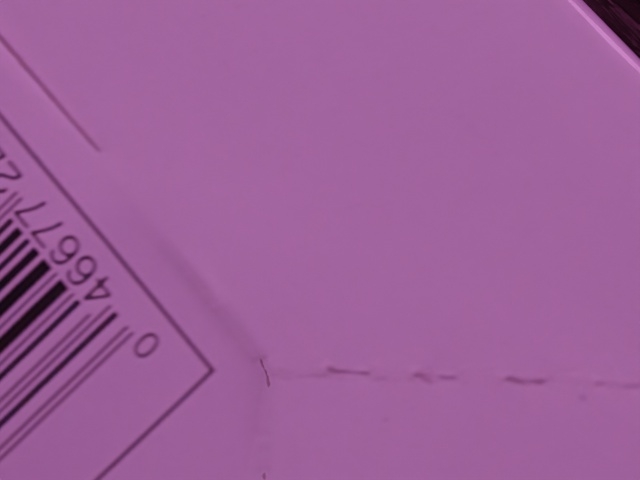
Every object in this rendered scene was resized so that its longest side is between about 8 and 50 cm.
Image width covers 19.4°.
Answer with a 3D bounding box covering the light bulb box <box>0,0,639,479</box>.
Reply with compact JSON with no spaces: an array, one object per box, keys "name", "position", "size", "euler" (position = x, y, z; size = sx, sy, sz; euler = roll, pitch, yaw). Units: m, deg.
[{"name":"light bulb box","position":[0.000,0.000,0.612],"size":[0.358,0.225,0.361],"euler":[49,8,16]}]
